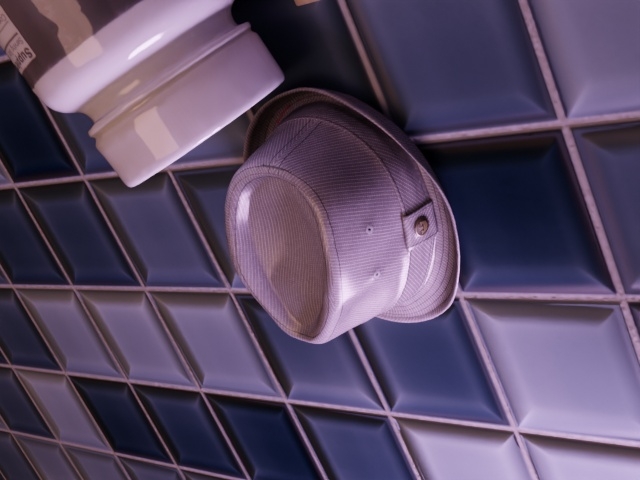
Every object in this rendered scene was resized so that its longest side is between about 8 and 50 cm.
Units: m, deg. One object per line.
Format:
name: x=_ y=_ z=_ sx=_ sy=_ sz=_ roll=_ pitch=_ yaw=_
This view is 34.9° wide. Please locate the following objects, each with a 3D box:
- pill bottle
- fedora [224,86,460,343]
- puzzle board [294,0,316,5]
pill bottle: x=-0.200 y=-0.239 z=0.863 sx=0.204 sy=0.204 sz=0.361 roll=-23 pitch=107 yaw=50
fedora: x=0.000 y=0.000 z=0.950 sx=0.244 sy=0.124 sz=0.275 roll=21 pitch=135 yaw=29
puzzle board: x=0.010 y=-0.246 z=0.818 sx=0.128 sy=0.011 sz=0.096 roll=-3 pitch=120 yaw=43
